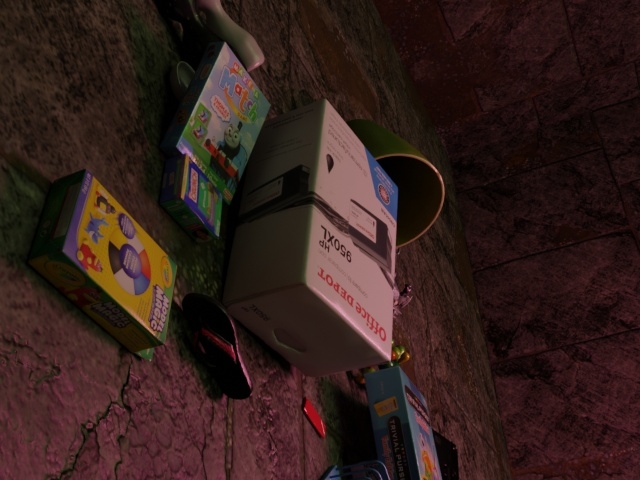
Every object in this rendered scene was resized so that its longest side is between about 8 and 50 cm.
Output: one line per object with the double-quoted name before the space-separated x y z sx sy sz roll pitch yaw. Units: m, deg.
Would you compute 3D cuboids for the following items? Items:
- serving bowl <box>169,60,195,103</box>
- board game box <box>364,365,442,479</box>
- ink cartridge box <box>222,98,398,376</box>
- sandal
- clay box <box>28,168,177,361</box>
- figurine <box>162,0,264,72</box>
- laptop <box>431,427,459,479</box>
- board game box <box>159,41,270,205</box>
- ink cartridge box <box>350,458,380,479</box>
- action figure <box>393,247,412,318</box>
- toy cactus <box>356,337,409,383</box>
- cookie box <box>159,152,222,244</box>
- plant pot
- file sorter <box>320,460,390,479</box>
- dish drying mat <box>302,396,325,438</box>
"serving bowl" -0.223 -0.250 1.262 0.083 0.027 0.083 -17 90 -72
"board game box" 0.182 0.451 1.536 0.254 0.079 0.336 53 24 -58
"ink cartridge box" 0.000 0.000 1.359 0.285 0.166 0.394 45 40 -42
"sandal" -0.144 0.154 1.074 0.040 0.067 0.179 -50 124 -56
"clay box" -0.239 0.036 0.912 0.222 0.053 0.127 54 26 -43
"figurine" -0.197 -0.383 1.379 0.209 0.092 0.215 62 20 -18
"laptop" 0.283 0.626 1.970 0.264 0.136 0.234 37 30 -18
"board game box" -0.164 -0.188 1.247 0.160 0.039 0.211 51 49 -48
"ink cartridge box" 0.104 0.485 1.490 0.029 0.063 0.115 9 65 -71
"action figure" 0.180 0.082 2.034 0.185 0.099 0.285 65 21 -49
"toy cactus" 0.136 0.304 1.738 0.219 0.112 0.180 -24 115 -74
"cookie box" -0.193 -0.062 1.159 0.107 0.040 0.091 52 28 -45
"plant pot" 0.125 -0.169 1.893 0.274 0.275 0.293 58 8 -39
"file sorter" 0.057 0.461 1.312 0.170 0.105 0.118 -16 89 -72
"dish drying mat" -0.011 0.321 1.394 0.032 0.008 0.083 -80 148 -53
